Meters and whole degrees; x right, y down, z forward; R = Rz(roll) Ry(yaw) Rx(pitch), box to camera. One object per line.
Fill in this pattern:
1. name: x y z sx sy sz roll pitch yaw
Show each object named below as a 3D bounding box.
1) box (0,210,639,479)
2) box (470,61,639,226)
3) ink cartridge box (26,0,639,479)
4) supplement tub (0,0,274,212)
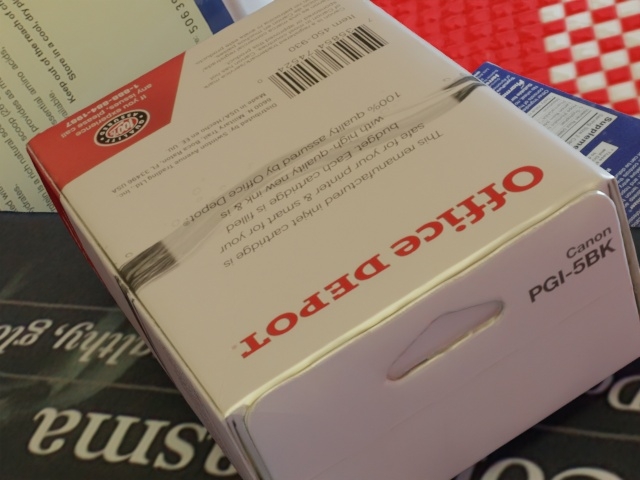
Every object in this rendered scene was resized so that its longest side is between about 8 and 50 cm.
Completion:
1. box: -0.121 0.250 0.432 0.480 0.297 0.471 1 48 27
2. box: 0.126 -0.013 0.793 0.136 0.036 0.225 -42 42 -20
3. ink cartridge box: 0.000 0.000 0.377 0.099 0.056 0.135 -31 39 -10
4. supplement tub: -0.198 -0.067 0.854 0.325 0.235 0.235 -39 42 -17
